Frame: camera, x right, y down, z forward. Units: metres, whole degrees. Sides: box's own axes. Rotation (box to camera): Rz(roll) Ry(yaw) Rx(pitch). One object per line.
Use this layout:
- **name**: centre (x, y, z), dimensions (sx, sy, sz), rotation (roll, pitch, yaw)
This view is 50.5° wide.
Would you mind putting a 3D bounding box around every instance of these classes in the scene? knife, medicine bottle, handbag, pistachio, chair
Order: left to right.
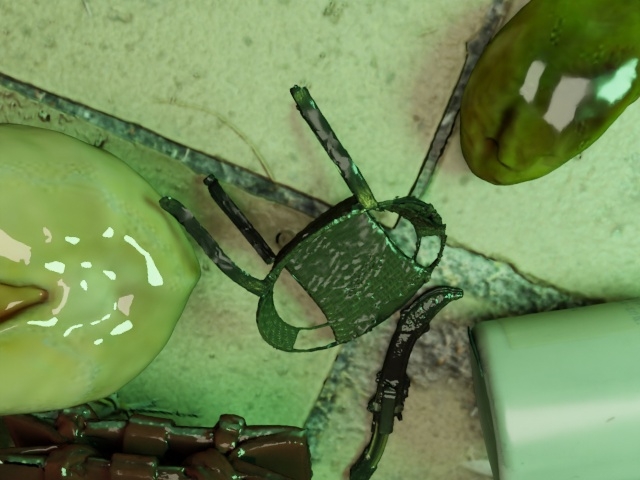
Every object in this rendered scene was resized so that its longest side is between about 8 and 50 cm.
- **pistachio**: centre (-0.248, 0.018, 0.529), dimensions (0.308, 0.230, 0.230), rotation (4, 102, 20)
- **handbag**: centre (-0.131, 0.253, 0.584), dimensions (0.259, 0.084, 0.276), rotation (5, 128, 5)
- **chair**: centre (0.000, 0.000, 0.543), dimensions (0.174, 0.149, 0.213), rotation (-39, 101, 6)
- **knife**: centre (0.066, 0.136, 0.623), dimensions (0.045, 0.021, 0.222), rotation (23, 102, -4)
- **pistachio**: centre (0.180, -0.127, 0.521), dimensions (0.189, 0.100, 0.110), rotation (-43, 99, 13)
- **medicine bottle**: centre (0.257, 0.117, 0.542), dimensions (0.257, 0.143, 0.144), rotation (-10, 100, 8)
